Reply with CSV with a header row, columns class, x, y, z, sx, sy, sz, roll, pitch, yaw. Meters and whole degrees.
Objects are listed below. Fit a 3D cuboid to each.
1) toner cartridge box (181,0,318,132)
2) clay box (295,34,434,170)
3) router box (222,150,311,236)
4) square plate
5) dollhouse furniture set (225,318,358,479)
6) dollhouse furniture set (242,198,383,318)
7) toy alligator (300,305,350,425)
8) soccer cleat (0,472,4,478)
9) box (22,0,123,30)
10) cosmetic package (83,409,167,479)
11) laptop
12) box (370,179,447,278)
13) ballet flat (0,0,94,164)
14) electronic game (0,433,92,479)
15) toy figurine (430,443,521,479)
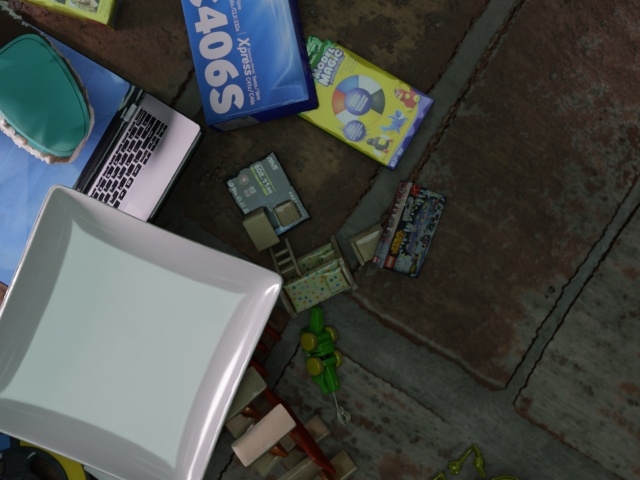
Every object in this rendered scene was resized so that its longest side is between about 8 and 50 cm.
class,x,y,z,sx,sy,sz,roll,pitch,yaw
toner cartridge box,-0.121,-0.353,1.848,0.165,0.075,0.347,-13,84,10
clay box,0.049,-0.215,1.878,0.222,0.053,0.127,30,93,2
router box,-0.082,-0.065,1.895,0.092,0.038,0.122,-30,89,3
square plate,-0.272,0.143,1.675,0.347,0.049,0.344,22,88,-1
dollhouse furniture set,-0.063,0.243,1.806,0.135,0.262,0.259,-41,57,1
dollhouse furniture set,0.000,0.000,1.832,0.182,0.101,0.161,-27,114,4
toy alligator,0.001,0.197,1.892,0.051,0.056,0.189,-12,92,45
soccer cleat,-0.473,0.521,1.885,0.109,0.116,0.318,-3,87,5
box,-0.426,-0.388,1.879,0.232,0.087,0.058,17,93,-3
cosmetic package,-0.269,0.294,1.815,0.085,0.231,0.117,36,92,0
laptop,-0.423,-0.097,1.823,0.236,0.408,0.382,29,93,-31
box,0.136,-0.016,1.860,0.027,0.094,0.137,21,93,43
ballet flat,-0.478,-0.273,1.800,0.147,0.147,0.409,-40,87,3
electronic game,-0.460,0.396,1.861,0.229,0.048,0.229,-1,68,2
toy figurine,0.194,0.521,1.869,0.362,0.191,0.217,-40,119,-4
